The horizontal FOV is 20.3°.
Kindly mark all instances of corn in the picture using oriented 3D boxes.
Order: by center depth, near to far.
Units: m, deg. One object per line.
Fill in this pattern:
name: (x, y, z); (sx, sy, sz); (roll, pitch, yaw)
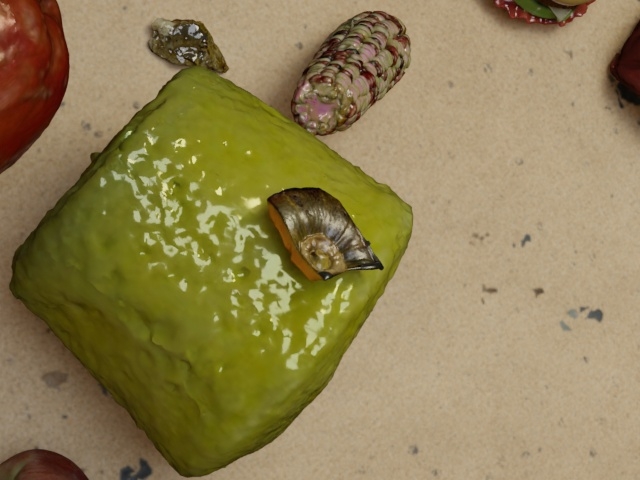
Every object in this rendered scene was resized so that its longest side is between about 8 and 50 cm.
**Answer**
corn: (0.034, -0.173, 1.864); (0.092, 0.280, 0.092); (5, 112, 11)

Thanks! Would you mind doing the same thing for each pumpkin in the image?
pumpkin: (0.000, -0.001, 1.573); (0.073, 0.035, 0.101); (-20, 69, -36)

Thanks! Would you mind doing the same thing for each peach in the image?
peach: (-0.273, 0.288, 1.734); (0.152, 0.152, 0.152); (3, 82, -21)

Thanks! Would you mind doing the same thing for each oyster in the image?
oyster: (-0.137, -0.211, 1.906); (0.093, 0.034, 0.051); (8, 88, -25)

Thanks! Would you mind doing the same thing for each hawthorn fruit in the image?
hawthorn fruit: (-0.349, -0.195, 1.671); (0.330, 0.287, 0.287); (-29, 95, 5)

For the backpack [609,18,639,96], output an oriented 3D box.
backpack: (0.461, -0.196, 2.091); (0.229, 0.139, 0.229); (14, 61, -27)

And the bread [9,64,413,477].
bread: (-0.112, 0.029, 1.729); (0.307, 0.348, 0.348); (36, 72, -4)

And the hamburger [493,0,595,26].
hamburger: (0.271, -0.334, 2.028); (0.175, 0.137, 0.175); (4, 81, -25)
